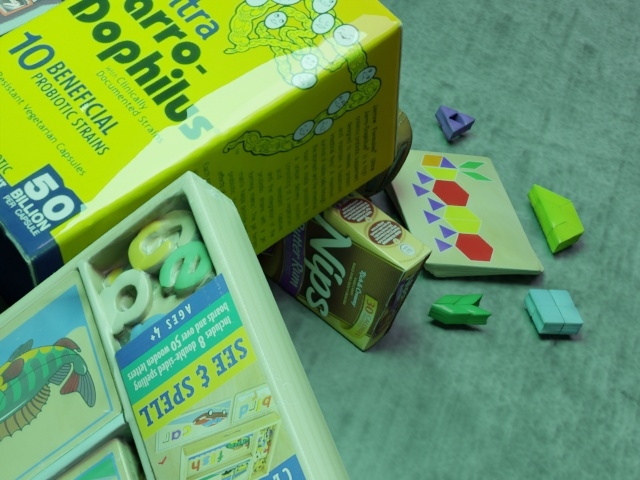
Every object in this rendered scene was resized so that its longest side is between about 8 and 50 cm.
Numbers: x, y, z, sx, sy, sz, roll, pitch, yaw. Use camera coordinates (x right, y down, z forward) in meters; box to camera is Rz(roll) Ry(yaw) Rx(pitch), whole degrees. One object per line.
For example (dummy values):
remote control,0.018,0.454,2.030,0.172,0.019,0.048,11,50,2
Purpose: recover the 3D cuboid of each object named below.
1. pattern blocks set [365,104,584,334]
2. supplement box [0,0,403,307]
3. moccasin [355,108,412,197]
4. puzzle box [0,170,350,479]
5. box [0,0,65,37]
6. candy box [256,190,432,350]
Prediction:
pattern blocks set,0.136,-0.030,1.609,0.285,0.026,0.325,10,41,-18
supplement box,-0.129,-0.090,1.303,0.356,0.195,0.194,-34,64,-20
moccasin,-0.090,-0.164,1.545,0.380,0.139,0.147,43,28,19
puzzle box,-0.182,0.175,0.950,0.052,0.409,0.272,38,21,-48
box,-0.453,-0.255,1.388,0.318,0.097,0.395,-28,69,-22
candy box,0.000,0.000,1.439,0.186,0.109,0.053,37,40,15
